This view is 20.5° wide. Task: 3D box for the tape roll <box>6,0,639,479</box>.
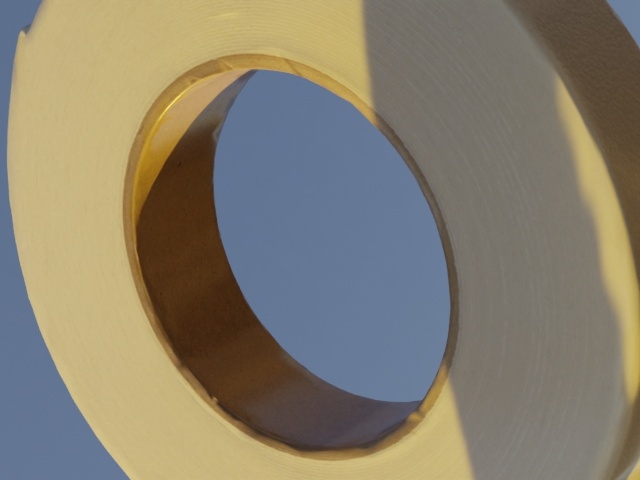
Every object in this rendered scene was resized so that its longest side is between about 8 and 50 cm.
[{"bbox_3d":[0.000,0.000,0.887,0.072,0.392,0.392,-27,-63,-48],"label":"tape roll"}]
